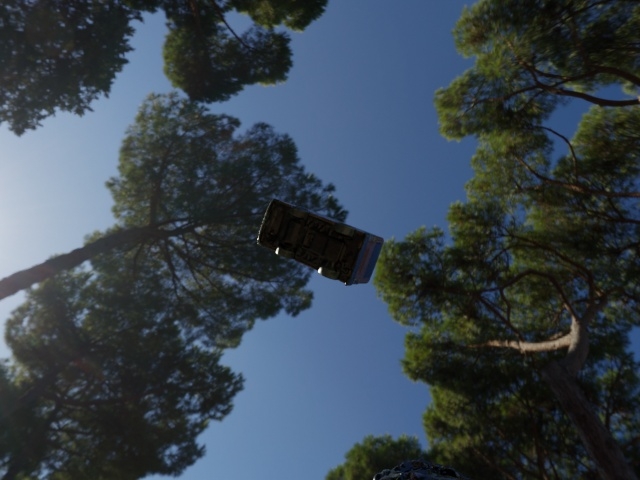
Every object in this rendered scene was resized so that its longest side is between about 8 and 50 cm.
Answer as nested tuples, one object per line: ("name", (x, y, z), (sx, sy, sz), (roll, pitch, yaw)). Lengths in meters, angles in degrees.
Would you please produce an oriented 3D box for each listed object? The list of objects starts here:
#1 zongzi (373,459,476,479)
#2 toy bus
("zongzi", (0.192, 0.266, 0.365), (0.286, 0.300, 0.138), (8, -102, 25))
("toy bus", (0.000, 0.000, 0.721), (0.182, 0.103, 0.091), (22, -83, 28))
